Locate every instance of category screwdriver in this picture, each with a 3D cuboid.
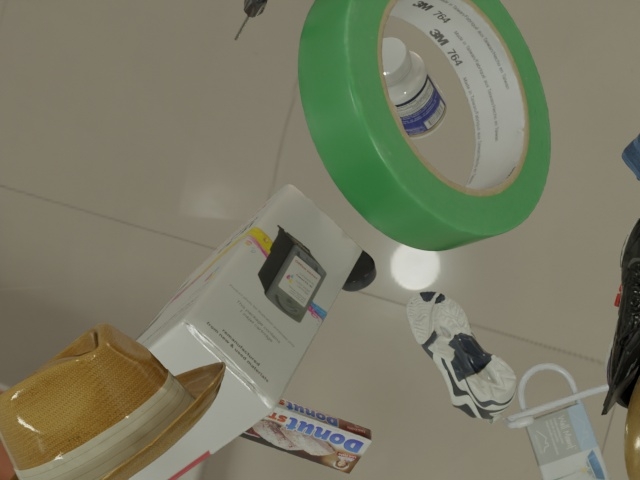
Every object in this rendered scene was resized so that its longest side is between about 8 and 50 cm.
[{"bbox_3d":[-0.079,-0.250,1.144,0.024,0.170,0.025,33,83,-8],"label":"screwdriver"}]

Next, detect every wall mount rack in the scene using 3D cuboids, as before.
[{"bbox_3d":[0.498,0.371,1.813,0.304,0.130,0.350,-18,85,-4],"label":"wall mount rack"}]

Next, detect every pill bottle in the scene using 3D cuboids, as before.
[{"bbox_3d":[0.146,-0.272,1.826,0.112,0.187,0.112,-13,58,21],"label":"pill bottle"}]

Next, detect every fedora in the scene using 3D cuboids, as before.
[{"bbox_3d":[-0.155,0.109,0.673,0.194,0.194,0.079,-29,100,19],"label":"fedora"}]

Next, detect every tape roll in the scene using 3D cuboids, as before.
[{"bbox_3d":[0.121,-0.151,1.105,0.077,0.321,0.321,-19,82,45],"label":"tape roll"}]

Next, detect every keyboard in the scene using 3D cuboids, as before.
[{"bbox_3d":[0.393,0.149,1.333,0.038,0.192,0.100,36,66,23],"label":"keyboard"}]

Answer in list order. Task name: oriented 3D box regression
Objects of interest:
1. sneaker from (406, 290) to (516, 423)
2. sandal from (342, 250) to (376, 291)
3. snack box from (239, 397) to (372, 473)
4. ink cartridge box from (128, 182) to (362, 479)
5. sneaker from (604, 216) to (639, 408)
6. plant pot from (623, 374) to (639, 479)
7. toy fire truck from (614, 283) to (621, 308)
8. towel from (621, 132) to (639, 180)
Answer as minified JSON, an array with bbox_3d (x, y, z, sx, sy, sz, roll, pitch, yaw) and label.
[{"bbox_3d":[0.219,0.199,1.652,0.094,0.153,0.235,-35,58,-22],"label":"sneaker"},{"bbox_3d":[0.001,0.000,1.760,0.097,0.054,0.254,-38,45,-24],"label":"sandal"},{"bbox_3d":[-0.031,0.227,1.241,0.178,0.022,0.064,22,120,-14],"label":"snack box"},{"bbox_3d":[-0.106,0.102,1.129,0.131,0.306,0.226,44,123,-9],"label":"ink cartridge box"},{"bbox_3d":[0.470,0.103,1.458,0.107,0.124,0.283,8,103,15],"label":"sneaker"},{"bbox_3d":[0.500,0.260,1.430,0.032,0.236,0.236,6,92,48],"label":"plant pot"},{"bbox_3d":[0.543,0.066,1.569,0.192,0.047,0.135,24,99,59],"label":"toy fire truck"},{"bbox_3d":[0.553,-0.153,1.721,0.029,0.119,0.067,-26,73,-24],"label":"towel"}]
